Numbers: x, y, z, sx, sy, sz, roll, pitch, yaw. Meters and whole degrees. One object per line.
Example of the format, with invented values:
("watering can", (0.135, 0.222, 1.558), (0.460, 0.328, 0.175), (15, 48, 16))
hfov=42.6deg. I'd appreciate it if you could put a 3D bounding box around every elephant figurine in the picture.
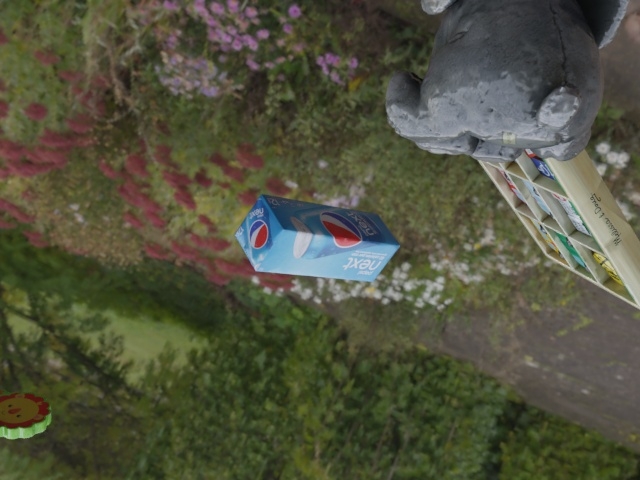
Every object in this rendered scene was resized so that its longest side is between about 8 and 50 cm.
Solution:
("elephant figurine", (0.133, -0.183, 0.587), (0.186, 0.239, 0.169), (6, 178, 37))

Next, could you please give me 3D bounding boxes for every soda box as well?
("soda box", (0.000, 0.000, 1.049), (0.210, 0.071, 0.067), (7, -142, -44))

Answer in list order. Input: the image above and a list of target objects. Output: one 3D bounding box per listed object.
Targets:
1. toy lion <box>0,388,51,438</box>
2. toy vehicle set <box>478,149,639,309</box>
("toy lion", (-0.351, 0.190, 0.902), (0.100, 0.034, 0.096), (25, -151, 36))
("toy vehicle set", (0.240, -0.048, 0.851), (0.267, 0.035, 0.166), (48, 176, -30))
